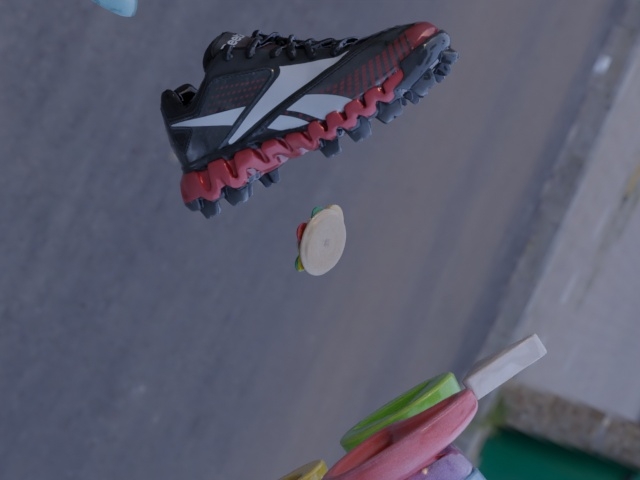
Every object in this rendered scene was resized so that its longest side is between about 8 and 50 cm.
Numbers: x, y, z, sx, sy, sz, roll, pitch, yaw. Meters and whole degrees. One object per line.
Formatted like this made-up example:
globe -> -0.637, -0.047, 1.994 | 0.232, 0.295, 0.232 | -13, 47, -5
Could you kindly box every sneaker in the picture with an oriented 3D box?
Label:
sneaker -> -0.022, -0.128, 1.424 | 0.276, 0.135, 0.097 | -25, -176, 26

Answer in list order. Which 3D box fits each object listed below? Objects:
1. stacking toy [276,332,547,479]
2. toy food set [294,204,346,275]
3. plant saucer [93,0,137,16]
stacking toy -> 0.086, 0.230, 1.601 | 0.279, 0.130, 0.309 | -32, 180, -36
toy food set -> 0.000, 0.000, 2.006 | 0.082, 0.020, 0.083 | -12, 113, -50
plant saucer -> -0.214, -0.260, 1.628 | 0.021, 0.119, 0.119 | -46, 172, 18
